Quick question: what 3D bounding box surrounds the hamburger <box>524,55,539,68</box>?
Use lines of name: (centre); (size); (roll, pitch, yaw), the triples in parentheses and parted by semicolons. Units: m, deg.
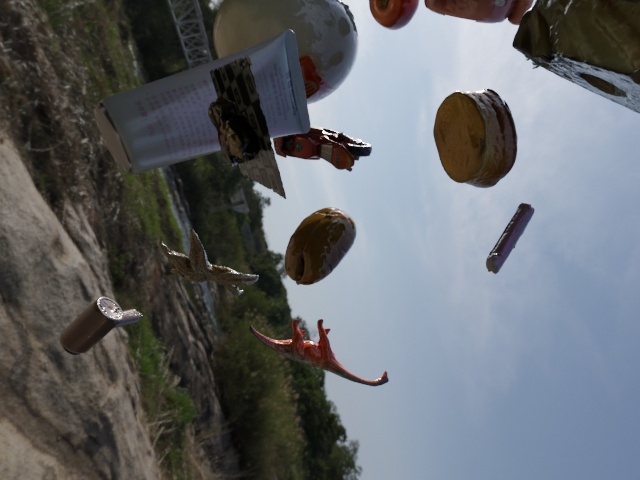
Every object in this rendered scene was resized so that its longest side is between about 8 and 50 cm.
hamburger: (0.383, -0.344, 0.706); (0.121, 0.054, 0.084); (-63, 178, 15)

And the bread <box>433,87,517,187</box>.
bread: (0.405, -0.269, 1.106); (0.195, 0.143, 0.269); (129, -47, -59)

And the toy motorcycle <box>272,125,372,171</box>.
toy motorcycle: (-0.016, -0.254, 1.117); (0.298, 0.171, 0.089); (19, -65, 23)

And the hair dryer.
hair dryer: (-0.437, 0.172, 0.885); (0.064, 0.117, 0.182); (49, 7, 10)

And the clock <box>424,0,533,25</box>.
clock: (0.372, -0.627, 1.044); (0.227, 0.242, 0.142); (-124, -150, -46)

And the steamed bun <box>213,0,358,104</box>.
steamed bun: (-0.091, -0.478, 1.097); (0.374, 0.375, 0.241); (-159, -104, -77)

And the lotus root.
lotus root: (0.387, -0.262, 0.508); (0.313, 0.142, 0.210); (-94, -156, -46)

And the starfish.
starfish: (-0.267, 0.065, 0.978); (0.277, 0.236, 0.062); (64, 38, -57)

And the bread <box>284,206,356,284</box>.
bread: (0.000, 0.000, 0.796); (0.114, 0.189, 0.077); (21, -40, 17)

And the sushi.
sushi: (-0.098, -0.121, 0.467); (0.201, 0.031, 0.139); (34, -39, 61)

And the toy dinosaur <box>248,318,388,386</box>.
toy dinosaur: (0.001, 0.202, 0.781); (0.055, 0.280, 0.101); (118, -19, -54)

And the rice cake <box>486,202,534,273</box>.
rice cake: (0.554, -0.011, 1.232); (0.049, 0.270, 0.055); (9, -39, 51)

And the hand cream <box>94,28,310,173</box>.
hand cream: (-0.181, -0.225, 0.719); (0.118, 0.359, 0.185); (32, -39, 50)

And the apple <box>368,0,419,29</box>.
apple: (0.221, -0.727, 1.279); (0.164, 0.139, 0.163); (17, -53, 24)
